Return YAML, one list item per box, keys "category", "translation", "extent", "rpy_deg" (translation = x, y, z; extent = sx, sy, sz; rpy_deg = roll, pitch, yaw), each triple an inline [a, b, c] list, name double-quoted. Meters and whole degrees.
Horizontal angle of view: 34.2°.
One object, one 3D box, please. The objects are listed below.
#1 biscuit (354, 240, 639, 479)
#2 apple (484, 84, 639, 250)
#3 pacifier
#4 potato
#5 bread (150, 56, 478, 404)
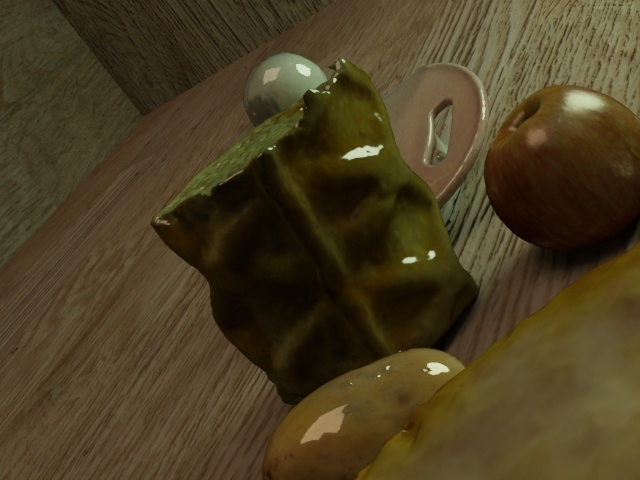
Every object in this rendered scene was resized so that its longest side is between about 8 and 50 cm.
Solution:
- category: "biscuit"
  translation: [0.154, 0.151, 0.449]
  extent: [0.446, 0.104, 0.429]
  rpy_deg: [-44, 21, -11]
- category: "apple"
  translation: [0.212, -0.064, 0.897]
  extent: [0.146, 0.131, 0.146]
  rpy_deg: [-38, 20, 16]
- category: "pacifier"
  translation: [0.035, -0.092, 1.157]
  extent: [0.332, 0.273, 0.220]
  rpy_deg: [-21, 9, 38]
- category: "potato"
  translation: [0.043, 0.143, 0.751]
  extent: [0.178, 0.118, 0.109]
  rpy_deg: [-28, 52, -15]
- category: "bread"
  translation: [-0.004, 0.004, 0.936]
  extent: [0.238, 0.252, 0.196]
  rpy_deg: [-30, 19, 27]
